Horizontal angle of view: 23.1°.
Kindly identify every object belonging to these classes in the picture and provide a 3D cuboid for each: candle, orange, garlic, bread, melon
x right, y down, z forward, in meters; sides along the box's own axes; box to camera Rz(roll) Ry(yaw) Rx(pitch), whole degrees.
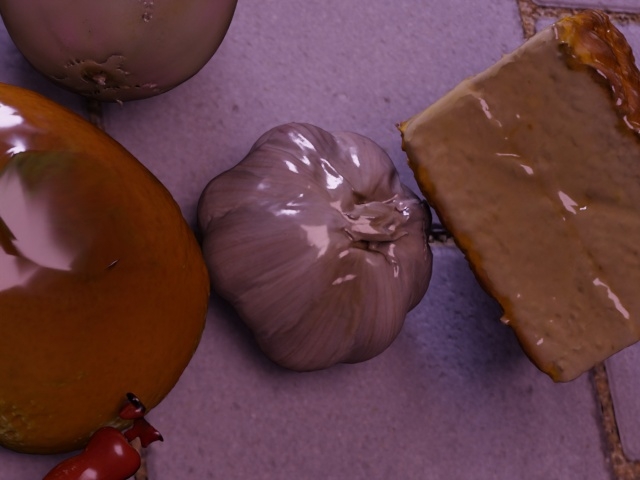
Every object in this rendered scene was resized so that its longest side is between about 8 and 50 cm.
[{"bbox_3d":[-0.249,0.247,1.188,0.329,0.048,0.051,-42,65,-16],"label":"candle"},{"bbox_3d":[-0.243,0.017,1.257,0.334,0.196,0.262,43,72,-16],"label":"orange"},{"bbox_3d":[0.004,0.001,1.388,0.228,0.152,0.228,6,72,-20],"label":"garlic"},{"bbox_3d":[0.233,-0.046,1.429,0.279,0.207,0.279,57,20,-1],"label":"bread"},{"bbox_3d":[-0.170,-0.268,1.358,0.223,0.223,0.317,13,67,-22],"label":"melon"}]
